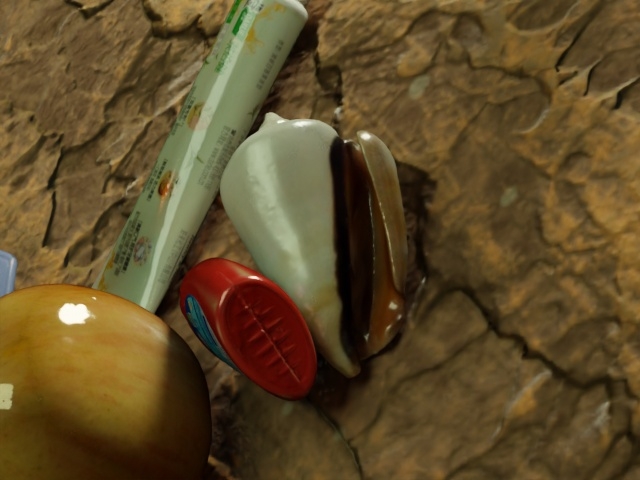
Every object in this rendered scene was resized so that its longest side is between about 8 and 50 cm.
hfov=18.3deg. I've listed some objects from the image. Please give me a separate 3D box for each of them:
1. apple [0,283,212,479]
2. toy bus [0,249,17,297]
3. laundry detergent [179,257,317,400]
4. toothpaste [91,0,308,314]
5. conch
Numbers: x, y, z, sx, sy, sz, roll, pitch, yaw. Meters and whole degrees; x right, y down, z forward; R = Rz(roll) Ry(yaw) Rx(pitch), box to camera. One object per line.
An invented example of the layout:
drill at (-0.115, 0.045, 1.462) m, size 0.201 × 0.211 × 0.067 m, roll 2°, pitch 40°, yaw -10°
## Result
apple at (-0.161, 0.116, 1.223) m, size 0.199 × 0.199 × 0.199 m, roll -23°, pitch 50°, yaw 31°
toy bus at (-0.284, 0.140, 1.340) m, size 0.133 × 0.125 × 0.292 m, roll -41°, pitch 37°, yaw 50°
laundry detergent at (-0.052, 0.052, 1.237) m, size 0.049 × 0.097 × 0.165 m, roll -34°, pitch 12°, yaw -11°
toothpaste at (-0.081, -0.068, 1.367) m, size 0.056 × 0.058 × 0.314 m, roll 26°, pitch 87°, yaw 5°
conch at (0.000, -0.007, 1.220) m, size 0.104 × 0.094 × 0.176 m, roll -12°, pitch 50°, yaw -12°
